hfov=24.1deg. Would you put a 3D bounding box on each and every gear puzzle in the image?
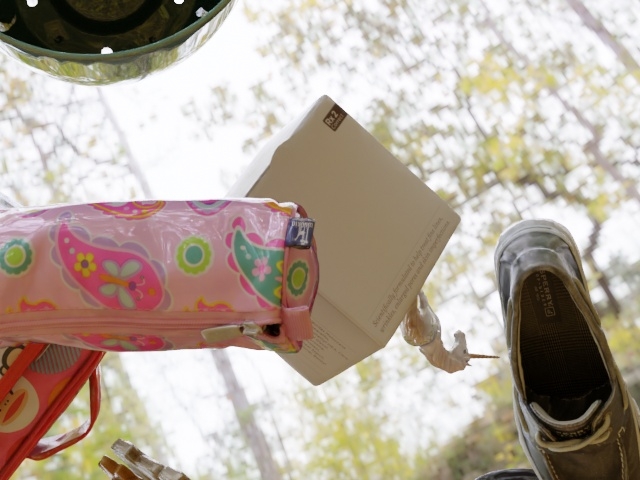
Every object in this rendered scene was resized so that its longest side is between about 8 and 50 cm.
[{"bbox_3d":[-0.091,0.225,1.139,0.044,0.339,0.175,-52,-58,-15],"label":"gear puzzle"}]

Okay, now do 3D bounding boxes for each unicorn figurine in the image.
[{"bbox_3d":[0.106,0.083,1.513,0.060,0.111,0.162,-28,-14,24],"label":"unicorn figurine"}]

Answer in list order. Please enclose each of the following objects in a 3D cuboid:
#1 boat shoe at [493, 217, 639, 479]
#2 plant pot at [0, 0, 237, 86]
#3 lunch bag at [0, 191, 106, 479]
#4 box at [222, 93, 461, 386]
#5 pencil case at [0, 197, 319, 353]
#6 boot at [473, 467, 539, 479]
[{"bbox_3d":[0.227,0.147,1.407,0.121,0.119,0.335,-16,-70,16],"label":"boat shoe"},{"bbox_3d":[-0.190,-0.264,1.293,0.293,0.293,0.235,-17,-8,-7],"label":"plant pot"},{"bbox_3d":[-0.324,0.111,1.372,0.258,0.120,0.293,35,-75,-12],"label":"lunch bag"},{"bbox_3d":[0.000,0.000,1.366,0.182,0.181,0.119,42,-38,-9],"label":"box"},{"bbox_3d":[-0.139,0.031,1.154,0.284,0.124,0.124,0,-45,9],"label":"pencil case"},{"bbox_3d":[0.249,0.386,1.925,0.264,0.096,0.280,-32,-31,18],"label":"boot"}]
